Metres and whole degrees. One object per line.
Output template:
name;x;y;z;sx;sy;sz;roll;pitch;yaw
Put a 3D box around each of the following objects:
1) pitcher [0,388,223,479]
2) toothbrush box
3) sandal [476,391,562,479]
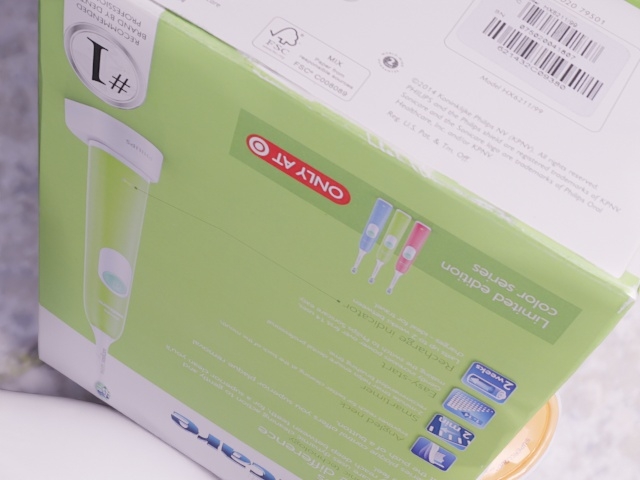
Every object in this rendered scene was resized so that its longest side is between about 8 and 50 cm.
pitcher;-0.156;0.154;0.568;0.207;0.125;0.178;29;106;-5
toothbrush box;0.000;0.000;0.461;0.206;0.283;0.122;31;54;7
sandal;0.024;0.102;0.627;0.265;0.076;0.102;10;91;-17
